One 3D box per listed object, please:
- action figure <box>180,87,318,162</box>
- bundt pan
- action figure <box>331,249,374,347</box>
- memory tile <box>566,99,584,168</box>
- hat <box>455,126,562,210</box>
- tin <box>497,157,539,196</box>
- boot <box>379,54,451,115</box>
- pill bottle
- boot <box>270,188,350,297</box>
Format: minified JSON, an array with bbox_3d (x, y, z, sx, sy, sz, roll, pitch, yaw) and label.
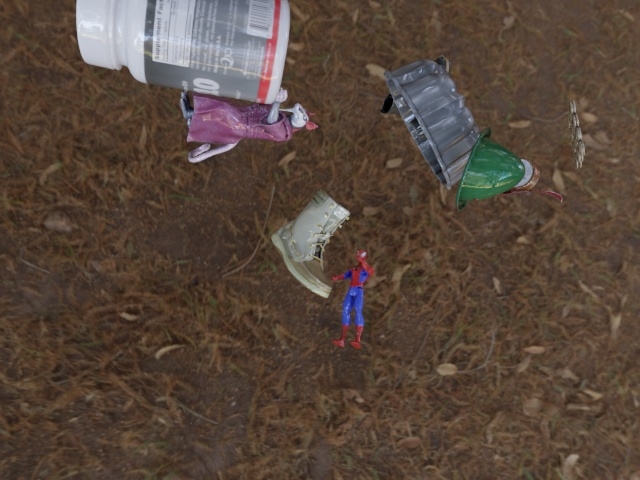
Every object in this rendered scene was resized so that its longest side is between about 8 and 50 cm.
[{"bbox_3d":[-0.192,-0.319,1.393,0.370,0.276,0.248,5,27,-7],"label":"action figure"},{"bbox_3d":[0.285,-0.297,1.228,0.124,0.331,0.331,-29,78,9],"label":"bundt pan"},{"bbox_3d":[0.080,0.140,1.389,0.139,0.091,0.281,43,53,-47],"label":"action figure"},{"bbox_3d":[0.633,-0.262,1.251,0.012,0.113,0.148,-9,72,20],"label":"memory tile"},{"bbox_3d":[0.393,-0.122,1.000,0.183,0.173,0.208,22,46,22],"label":"hat"},{"bbox_3d":[0.622,-0.209,1.659,0.040,0.189,0.106,16,70,-41],"label":"tin"},{"bbox_3d":[0.261,-0.419,1.385,0.137,0.198,0.077,-3,45,-34],"label":"boot"},{"bbox_3d":[-0.198,-0.308,0.757,0.283,0.161,0.161,6,69,-13],"label":"pill bottle"},{"bbox_3d":[0.000,0.000,1.025,0.165,0.077,0.213,-45,46,8],"label":"boot"}]
